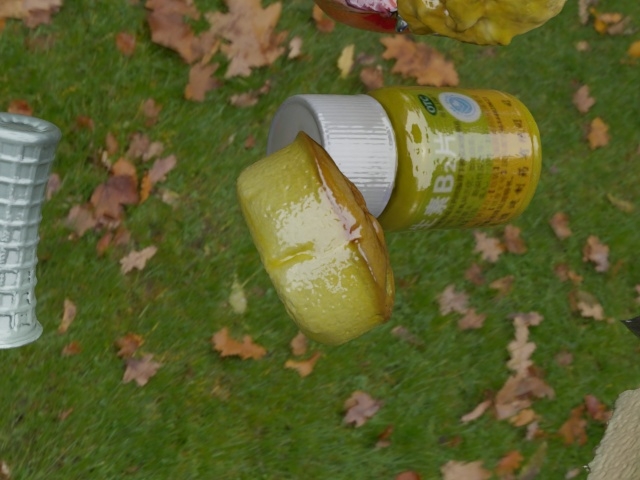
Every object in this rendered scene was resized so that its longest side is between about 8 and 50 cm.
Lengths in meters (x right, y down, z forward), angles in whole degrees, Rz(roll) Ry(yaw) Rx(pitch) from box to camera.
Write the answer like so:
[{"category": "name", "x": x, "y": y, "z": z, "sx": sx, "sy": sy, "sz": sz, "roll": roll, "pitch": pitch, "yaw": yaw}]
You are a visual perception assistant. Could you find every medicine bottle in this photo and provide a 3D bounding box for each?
[{"category": "medicine bottle", "x": 0.127, "y": -0.124, "z": 1.564, "sx": 0.384, "sy": 0.224, "sz": 0.224, "roll": -2, "pitch": 73, "yaw": -30}]

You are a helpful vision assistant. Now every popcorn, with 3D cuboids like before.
[{"category": "popcorn", "x": 0.188, "y": -0.315, "z": 1.168, "sx": 0.191, "sy": 0.253, "sz": 0.190, "roll": -22, "pitch": 80, "yaw": -13}]

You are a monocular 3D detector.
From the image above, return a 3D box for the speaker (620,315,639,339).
[{"category": "speaker", "x": 0.632, "y": 0.162, "z": 1.426, "sx": 0.180, "sy": 0.388, "sz": 0.184, "roll": 35, "pitch": 95, "yaw": -37}]

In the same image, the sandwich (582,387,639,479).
[{"category": "sandwich", "x": 0.209, "y": 0.193, "z": 0.588, "sx": 0.162, "sy": 0.058, "sz": 0.193, "roll": 56, "pitch": 39, "yaw": -7}]

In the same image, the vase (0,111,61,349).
[{"category": "vase", "x": -0.426, "y": -0.016, "z": 1.391, "sx": 0.143, "sy": 0.143, "sz": 0.299, "roll": 9, "pitch": 108, "yaw": -17}]

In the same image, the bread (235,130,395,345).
[{"category": "bread", "x": 0.000, "y": 0.000, "z": 1.275, "sx": 0.148, "sy": 0.270, "sz": 0.270, "roll": -26, "pitch": 81, "yaw": 0}]

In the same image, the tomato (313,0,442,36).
[{"category": "tomato", "x": 0.094, "y": -0.445, "z": 1.533, "sx": 0.334, "sy": 0.176, "sz": 0.290, "roll": 7, "pitch": 89, "yaw": -30}]
